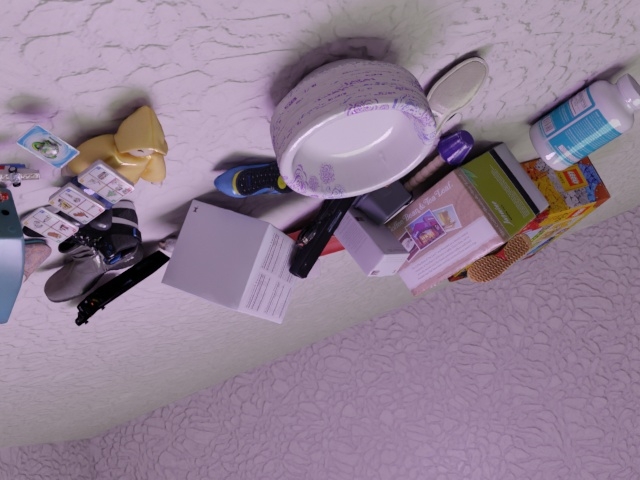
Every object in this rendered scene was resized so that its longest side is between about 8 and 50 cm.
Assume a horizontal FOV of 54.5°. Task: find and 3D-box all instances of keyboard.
[{"bbox_3d":[0.017,-0.058,1.434,0.317,0.033,0.201,-59,167,-6],"label":"keyboard"}]

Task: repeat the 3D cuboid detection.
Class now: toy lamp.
[{"bbox_3d":[0.279,-0.183,1.570,0.080,0.080,0.274,-7,157,-37],"label":"toy lamp"}]

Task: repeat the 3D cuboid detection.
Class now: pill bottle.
[{"bbox_3d":[0.673,-0.300,1.559,0.146,0.146,0.264,-1,154,-46],"label":"pill bottle"}]

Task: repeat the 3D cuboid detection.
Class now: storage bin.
[{"bbox_3d":[0.162,-0.107,1.558,0.135,0.091,0.098,-41,173,-31],"label":"storage bin"}]

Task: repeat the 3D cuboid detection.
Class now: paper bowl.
[{"bbox_3d":[0.050,-0.206,1.106,0.284,0.148,0.284,-14,154,-7],"label":"paper bowl"}]

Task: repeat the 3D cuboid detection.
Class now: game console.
[{"bbox_3d":[-0.515,0.132,1.538,0.213,0.044,0.361,-39,-174,-38],"label":"game console"}]

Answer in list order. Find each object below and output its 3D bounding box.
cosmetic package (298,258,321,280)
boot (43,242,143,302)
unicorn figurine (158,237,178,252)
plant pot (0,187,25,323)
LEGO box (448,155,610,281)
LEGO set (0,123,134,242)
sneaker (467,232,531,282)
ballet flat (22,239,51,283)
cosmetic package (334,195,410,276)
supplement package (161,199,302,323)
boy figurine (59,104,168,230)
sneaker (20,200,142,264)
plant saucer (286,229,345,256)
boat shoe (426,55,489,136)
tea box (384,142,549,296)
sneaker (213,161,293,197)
[{"bbox_3d":[-0.123,0.091,1.870,0.239,0.061,0.099,-8,-168,-36],"label":"cosmetic package"},{"bbox_3d":[-0.518,0.036,1.334,0.246,0.083,0.161,-29,157,0],"label":"boot"},{"bbox_3d":[-0.313,0.006,1.471,0.161,0.060,0.111,-20,152,16],"label":"unicorn figurine"},{"bbox_3d":[-0.603,0.022,1.057,0.165,0.166,0.234,-2,147,-45],"label":"plant pot"},{"bbox_3d":[0.645,-0.070,2.099,0.372,0.193,0.500,-15,161,-17],"label":"LEGO box"},{"bbox_3d":[-0.440,-0.108,0.953,0.182,0.060,0.244,-32,139,17],"label":"LEGO set"},{"bbox_3d":[0.467,0.048,1.619,0.185,0.070,0.084,-34,174,14],"label":"sneaker"},{"bbox_3d":[-0.690,0.094,1.238,0.316,0.106,0.107,-18,161,-11],"label":"ballet flat"},{"bbox_3d":[0.110,-0.017,1.587,0.117,0.231,0.085,0,132,-50],"label":"cosmetic package"},{"bbox_3d":[-0.186,0.056,1.419,0.199,0.198,0.262,17,172,20],"label":"supplement package"},{"bbox_3d":[-0.336,-0.120,1.053,0.177,0.092,0.285,8,149,-44],"label":"boy figurine"},{"bbox_3d":[-0.451,-0.006,1.195,0.216,0.121,0.079,-11,158,-29],"label":"sneaker"},{"bbox_3d":[0.000,0.000,1.749,0.259,0.048,0.258,-18,167,39],"label":"plant saucer"},{"bbox_3d":[0.250,-0.289,1.272,0.084,0.079,0.233,31,128,-13],"label":"boat shoe"},{"bbox_3d":[0.375,-0.057,1.679,0.323,0.220,0.329,-28,171,-45],"label":"tea box"},{"bbox_3d":[-0.133,-0.130,1.311,0.082,0.069,0.209,6,-168,38],"label":"sneaker"}]
